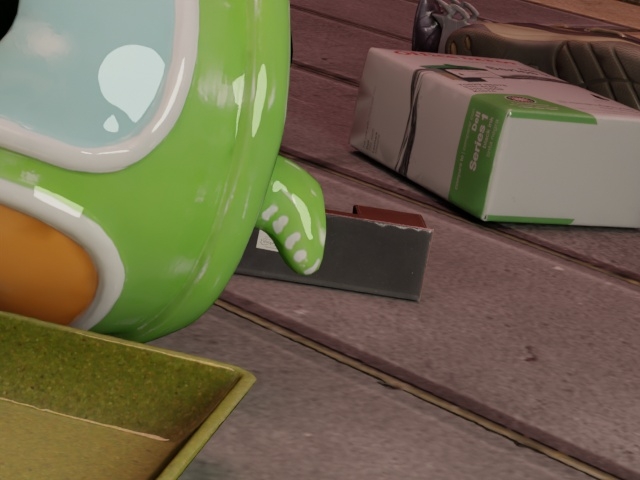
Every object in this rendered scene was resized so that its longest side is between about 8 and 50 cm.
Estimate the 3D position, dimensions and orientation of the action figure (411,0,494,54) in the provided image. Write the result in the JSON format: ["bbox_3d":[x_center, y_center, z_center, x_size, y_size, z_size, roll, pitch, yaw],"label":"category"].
[{"bbox_3d":[0.233,-0.180,1.774,0.285,0.099,0.185,23,15,31],"label":"action figure"}]

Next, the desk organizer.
[{"bbox_3d":[0.000,0.000,1.058,0.130,0.047,0.050,9,13,-5],"label":"desk organizer"}]

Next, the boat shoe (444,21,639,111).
[{"bbox_3d":[0.265,-0.139,1.529,0.130,0.132,0.355,-20,31,-34],"label":"boat shoe"}]

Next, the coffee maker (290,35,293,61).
[{"bbox_3d":[-0.116,-0.167,1.355,0.178,0.171,0.120,15,0,12],"label":"coffee maker"}]

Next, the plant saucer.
[{"bbox_3d":[-0.139,0.079,0.681,0.188,0.045,0.188,13,16,9],"label":"plant saucer"}]

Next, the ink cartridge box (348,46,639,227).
[{"bbox_3d":[0.145,-0.085,1.371,0.160,0.092,0.219,2,18,-30],"label":"ink cartridge box"}]

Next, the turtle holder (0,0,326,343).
[{"bbox_3d":[-0.131,-0.113,0.843,0.227,0.320,0.243,8,8,-32],"label":"turtle holder"}]
